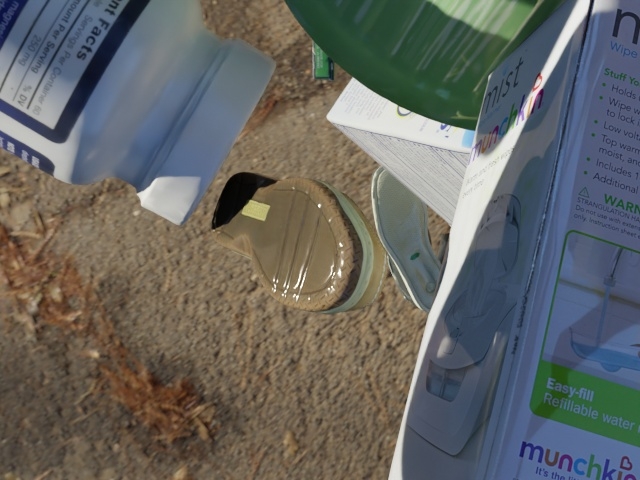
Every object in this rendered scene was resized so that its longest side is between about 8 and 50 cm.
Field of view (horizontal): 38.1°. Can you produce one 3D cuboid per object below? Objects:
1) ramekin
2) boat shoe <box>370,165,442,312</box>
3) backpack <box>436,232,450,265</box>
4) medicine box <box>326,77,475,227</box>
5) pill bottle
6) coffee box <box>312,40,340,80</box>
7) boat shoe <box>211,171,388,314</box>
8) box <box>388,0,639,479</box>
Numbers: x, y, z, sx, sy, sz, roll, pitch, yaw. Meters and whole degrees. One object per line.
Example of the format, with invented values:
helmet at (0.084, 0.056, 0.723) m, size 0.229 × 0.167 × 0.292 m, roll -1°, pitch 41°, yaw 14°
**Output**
ramekin at (0.121, -0.234, 0.581) m, size 0.303 × 0.303 × 0.148 m, roll 48°, pitch 155°, yaw 5°
boat shoe at (0.121, -0.005, 1.370) m, size 0.084 × 0.079 × 0.233 m, roll -24°, pitch 106°, yaw -12°
backpack at (0.391, 0.142, 1.624) m, size 0.356 × 0.290 × 0.273 m, roll 2°, pitch 62°, yaw 24°
medicine box at (0.201, -0.110, 1.083) m, size 0.149 × 0.263 × 0.289 m, roll -57°, pitch 34°, yaw -7°
pill bottle at (-0.169, -0.128, 0.578) m, size 0.265 × 0.153 × 0.153 m, roll 31°, pitch 115°, yaw -11°
coffee box at (0.018, -0.353, 1.601) m, size 0.041 × 0.184 × 0.113 m, roll 4°, pitch 117°, yaw 8°
boat shoe at (0.000, 0.000, 0.537) m, size 0.072 × 0.190 × 0.068 m, roll 21°, pitch 97°, yaw -27°
box at (0.192, 0.041, 0.421) m, size 0.262 × 0.127 × 0.231 m, roll 17°, pitch 74°, yaw -9°
